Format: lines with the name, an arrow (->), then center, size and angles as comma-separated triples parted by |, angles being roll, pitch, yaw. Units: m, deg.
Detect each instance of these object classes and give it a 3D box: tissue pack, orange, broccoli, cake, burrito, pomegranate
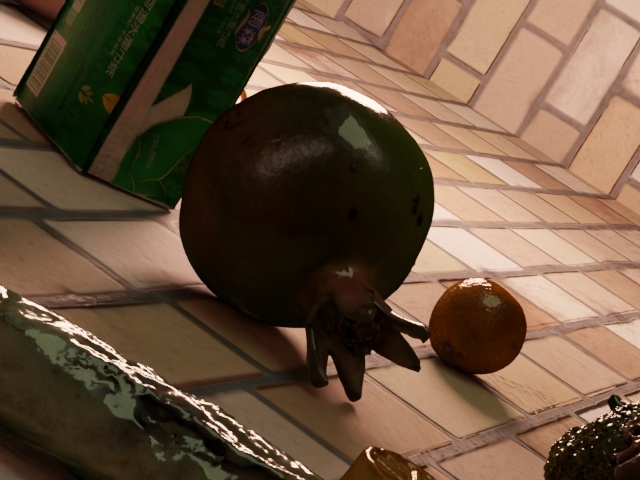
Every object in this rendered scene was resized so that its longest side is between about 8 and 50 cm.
tissue pack -> -0.112, -0.148, 1.578 | 0.156, 0.209, 0.148 | 23, 13, -38
orange -> 0.126, 0.070, 1.607 | 0.085, 0.085, 0.085 | 30, 11, -6
broccoli -> 0.206, 0.170, 1.303 | 0.131, 0.130, 0.120 | 21, -33, 33
cake -> 0.045, 0.152, 1.101 | 0.084, 0.044, 0.084 | 31, 12, -7
burrito -> -0.077, 0.101, 0.951 | 0.309, 0.066, 0.096 | 33, 6, 9
pomegranate -> 0.000, 0.000, 1.372 | 0.181, 0.181, 0.224 | 21, 34, -41

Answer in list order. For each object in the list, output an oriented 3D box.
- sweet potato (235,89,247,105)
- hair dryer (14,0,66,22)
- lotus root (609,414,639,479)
sweet potato -> -0.101, -0.128, 1.928 | 0.058, 0.055, 0.202 | -5, 9, 10
hair dryer -> -0.270, -0.292, 2.126 | 0.189, 0.107, 0.344 | 25, 7, -30
lotus root -> 0.319, 0.216, 1.224 | 0.329, 0.078, 0.167 | 43, 44, -13
